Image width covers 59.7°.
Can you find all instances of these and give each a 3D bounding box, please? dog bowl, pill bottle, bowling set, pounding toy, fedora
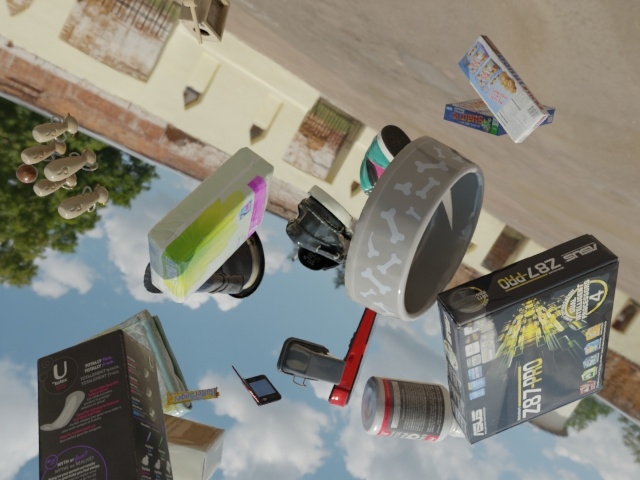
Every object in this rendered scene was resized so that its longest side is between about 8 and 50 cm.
[{"bbox_3d":[0.184,-0.009,1.014,0.102,0.348,0.349,25,-175,28],"label":"dog bowl"},{"bbox_3d":[0.299,0.525,1.725,0.319,0.176,0.176,9,-167,-9],"label":"pill bottle"},{"bbox_3d":[-0.737,-0.217,1.556,0.200,0.286,0.154,13,-148,28],"label":"bowling set"},{"bbox_3d":[-0.355,-0.645,1.580,0.094,0.181,0.206,12,177,14],"label":"pounding toy"},{"bbox_3d":[-0.373,0.072,2.197,0.334,0.334,0.153,36,-158,31],"label":"fedora"}]

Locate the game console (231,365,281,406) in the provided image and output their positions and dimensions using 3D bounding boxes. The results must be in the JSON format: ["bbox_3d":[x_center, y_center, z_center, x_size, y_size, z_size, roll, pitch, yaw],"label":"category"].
[{"bbox_3d":[-0.206,0.457,1.798,0.124,0.085,0.144,-8,-155,-29],"label":"game console"}]

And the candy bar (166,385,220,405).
[{"bbox_3d":[-0.388,0.474,1.704,0.162,0.018,0.040,-1,-121,-24],"label":"candy bar"}]

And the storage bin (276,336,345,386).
[{"bbox_3d":[-0.016,0.282,1.244,0.135,0.098,0.091,24,170,-37],"label":"storage bin"}]

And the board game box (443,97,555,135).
[{"bbox_3d":[0.375,-0.265,1.166,0.201,0.035,0.136,-19,-145,-37],"label":"board game box"}]

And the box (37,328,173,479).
[{"bbox_3d":[-0.371,0.319,0.960,0.143,0.165,0.270,70,-179,-58],"label":"box"}]

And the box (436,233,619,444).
[{"bbox_3d":[0.404,0.207,1.094,0.097,0.318,0.394,-114,7,-51],"label":"box"}]

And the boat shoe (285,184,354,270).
[{"bbox_3d":[0.003,0.003,1.044,0.127,0.113,0.340,41,175,8],"label":"boat shoe"}]

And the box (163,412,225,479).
[{"bbox_3d":[-0.458,0.610,1.663,0.311,0.121,0.148,10,-171,11],"label":"box"}]

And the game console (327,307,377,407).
[{"bbox_3d":[0.118,0.301,1.659,0.060,0.341,0.386,18,179,9],"label":"game console"}]

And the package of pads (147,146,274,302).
[{"bbox_3d":[-0.230,-0.027,1.168,0.101,0.296,0.229,38,150,7],"label":"package of pads"}]

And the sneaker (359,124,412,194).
[{"bbox_3d":[0.202,-0.139,1.482,0.295,0.124,0.178,63,149,5],"label":"sneaker"}]

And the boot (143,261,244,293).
[{"bbox_3d":[-0.438,0.143,1.915,0.338,0.118,0.223,5,172,41],"label":"boot"}]

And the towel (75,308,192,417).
[{"bbox_3d":[-0.639,0.459,1.879,0.374,0.321,0.090,66,-171,7],"label":"towel"}]

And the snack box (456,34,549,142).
[{"bbox_3d":[0.290,-0.245,0.897,0.022,0.064,0.178,-11,-117,-37],"label":"snack box"}]
